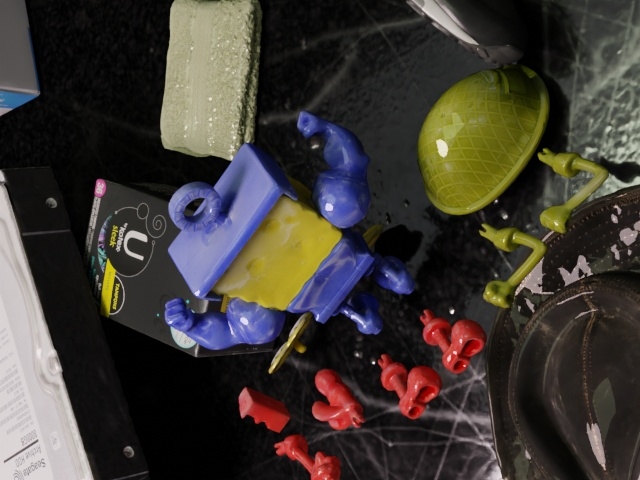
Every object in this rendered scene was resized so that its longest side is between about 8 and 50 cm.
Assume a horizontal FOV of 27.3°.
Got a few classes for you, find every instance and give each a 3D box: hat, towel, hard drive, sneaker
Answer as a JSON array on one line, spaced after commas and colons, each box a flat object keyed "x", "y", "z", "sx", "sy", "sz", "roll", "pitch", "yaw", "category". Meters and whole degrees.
[{"x": 0.216, "y": 0.120, "z": 0.879, "sx": 0.331, "sy": 0.134, "sz": 0.331, "roll": -1, "pitch": 88, "yaw": 38, "category": "hat"}, {"x": -0.101, "y": -0.149, "z": 1.202, "sx": 0.110, "sy": 0.027, "sz": 0.148, "roll": 10, "pitch": 95, "yaw": 37, "category": "towel"}, {"x": -0.275, "y": 0.133, "z": 1.203, "sx": 0.237, "sy": 0.064, "sz": 0.339, "roll": -33, "pitch": 72, "yaw": 45, "category": "hard drive"}, {"x": 0.093, "y": -0.267, "z": 1.006, "sx": 0.124, "sy": 0.107, "sz": 0.283, "roll": -41, "pitch": 65, "yaw": 24, "category": "sneaker"}]

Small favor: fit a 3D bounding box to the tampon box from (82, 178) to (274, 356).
[{"x": -0.120, "y": 0.022, "z": 1.164, "sx": 0.161, "sy": 0.101, "sz": 0.120, "roll": 18, "pitch": 100, "yaw": 37, "category": "tampon box"}]

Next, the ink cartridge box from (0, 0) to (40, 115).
[{"x": -0.396, "y": -0.193, "z": 1.402, "sx": 0.191, "sy": 0.082, "sz": 0.139, "roll": -19, "pitch": 78, "yaw": 36, "category": "ink cartridge box"}]

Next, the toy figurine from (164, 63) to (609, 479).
[{"x": 0.000, "y": 0.000, "z": 0.963, "sx": 0.362, "sy": 0.217, "sz": 0.191, "roll": -52, "pitch": 34, "yaw": 17, "category": "toy figurine"}]
